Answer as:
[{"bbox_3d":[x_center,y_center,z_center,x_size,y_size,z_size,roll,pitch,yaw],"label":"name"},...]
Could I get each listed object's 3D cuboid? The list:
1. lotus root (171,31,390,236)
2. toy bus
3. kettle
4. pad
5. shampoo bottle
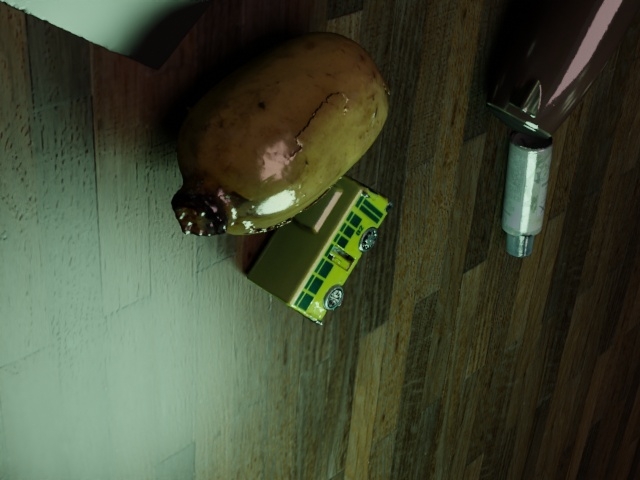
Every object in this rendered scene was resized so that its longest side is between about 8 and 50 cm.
[{"bbox_3d":[-0.045,-0.103,1.051,0.284,0.146,0.160,-47,125,-32],"label":"lotus root"},{"bbox_3d":[0.000,0.000,1.232,0.175,0.088,0.101,-59,145,-2],"label":"toy bus"},{"bbox_3d":[0.320,-0.260,1.451,0.232,0.144,0.202,-61,178,10],"label":"kettle"},{"bbox_3d":[-0.111,-0.283,0.863,0.300,0.005,0.202,-48,150,16],"label":"pad"},{"bbox_3d":[0.319,-0.069,1.623,0.072,0.072,0.214,-34,138,-35],"label":"shampoo bottle"}]
